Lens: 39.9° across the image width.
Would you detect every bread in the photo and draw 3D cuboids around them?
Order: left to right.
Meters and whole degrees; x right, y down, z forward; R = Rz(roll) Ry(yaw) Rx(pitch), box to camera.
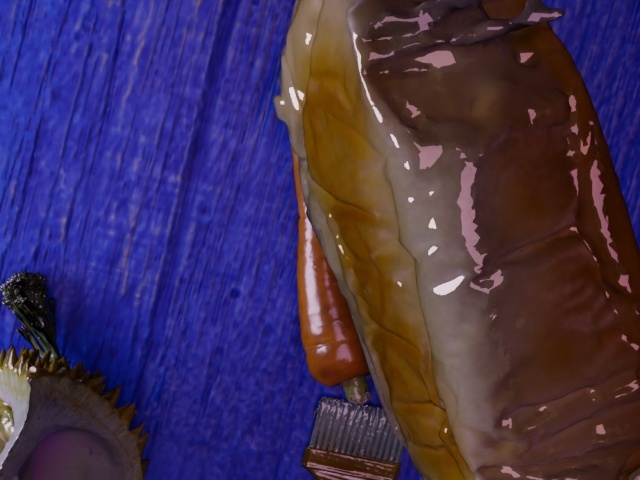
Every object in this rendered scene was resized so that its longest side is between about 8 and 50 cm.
[{"bbox_3d":[0.105,-0.009,0.591,0.183,0.236,0.389,-19,102,-17],"label":"bread"}]

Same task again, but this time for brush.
[{"bbox_3d":[0.011,0.236,0.720,0.082,0.010,0.218,14,95,-8],"label":"brush"}]

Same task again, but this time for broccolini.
[{"bbox_3d":[-0.201,0.086,0.679,0.035,0.030,0.140,-36,105,-38],"label":"broccolini"}]

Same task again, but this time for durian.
[{"bbox_3d":[-0.232,0.207,0.612,0.172,0.166,0.306,43,90,-11],"label":"durian"}]

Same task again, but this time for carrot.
[{"bbox_3d":[0.000,0.000,0.678,0.061,0.061,0.257,-12,88,-5],"label":"carrot"}]

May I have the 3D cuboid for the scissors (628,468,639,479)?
[{"bbox_3d":[0.266,0.101,0.728,0.160,0.024,0.318,39,90,-6],"label":"scissors"}]
